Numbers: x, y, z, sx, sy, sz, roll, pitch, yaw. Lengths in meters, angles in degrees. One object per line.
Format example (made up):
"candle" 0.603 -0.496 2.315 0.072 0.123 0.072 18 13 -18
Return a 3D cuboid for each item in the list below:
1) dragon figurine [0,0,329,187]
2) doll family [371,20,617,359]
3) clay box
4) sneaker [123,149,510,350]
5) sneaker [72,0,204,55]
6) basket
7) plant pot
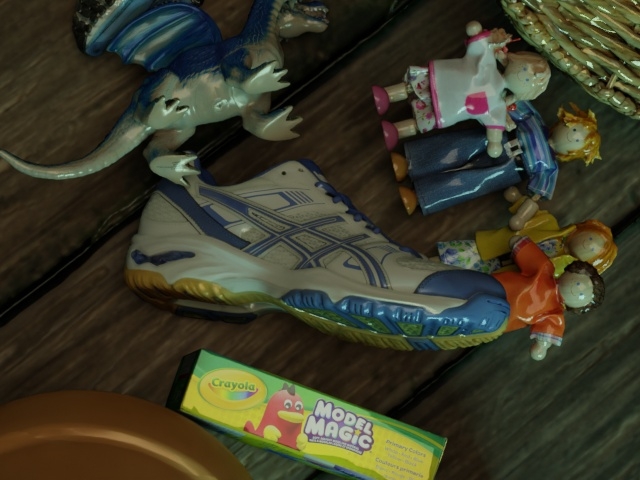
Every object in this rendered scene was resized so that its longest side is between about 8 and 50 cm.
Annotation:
"dragon figurine" -0.105 -0.122 1.277 0.289 0.144 0.085 -24 131 -4
"doll family" 0.146 -0.037 1.319 0.163 0.118 0.263 -14 86 6
"clay box" -0.001 0.142 1.255 0.222 0.127 0.053 20 80 -8
"sneaker" 0.000 0.000 1.242 0.296 0.112 0.131 10 72 16
"sneaker" -0.122 -0.196 1.306 0.162 0.063 0.073 -42 124 3
"basket" 0.285 -0.205 1.356 0.299 0.223 0.213 24 103 -9
"plant pot" -0.166 0.268 1.121 0.291 0.203 0.291 -1 104 -3
